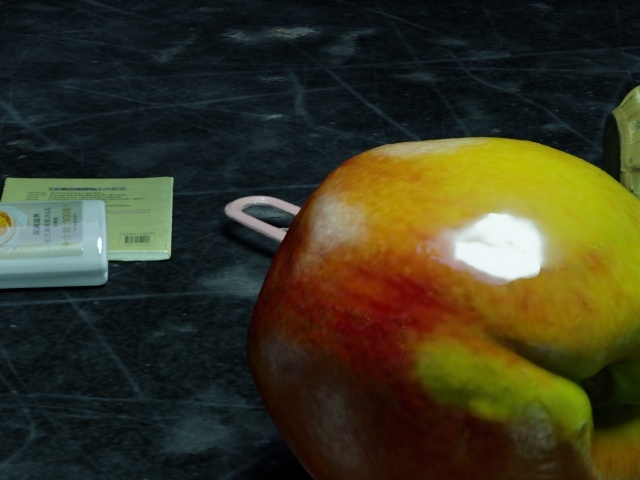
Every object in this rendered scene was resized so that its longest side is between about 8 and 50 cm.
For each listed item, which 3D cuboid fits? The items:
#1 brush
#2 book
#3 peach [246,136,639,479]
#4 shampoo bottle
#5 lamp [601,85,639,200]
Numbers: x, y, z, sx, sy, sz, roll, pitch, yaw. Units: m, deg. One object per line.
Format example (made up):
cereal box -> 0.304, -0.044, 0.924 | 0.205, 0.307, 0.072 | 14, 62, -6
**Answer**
brush -> 0.000, 0.000, 1.795 | 0.103, 0.047, 0.233 | -20, 29, -39
book -> -0.224, -0.023, 1.885 | 0.168, 0.013, 0.192 | -1, 23, -3
peach -> 0.098, 0.064, 1.335 | 0.307, 0.308, 0.332 | -14, 28, -30
shampoo bottle -> -0.303, 0.005, 1.757 | 0.227, 0.056, 0.086 | -1, 46, -4
lamp -> 0.358, -0.067, 1.821 | 0.185, 0.161, 0.161 | -3, 23, -1
